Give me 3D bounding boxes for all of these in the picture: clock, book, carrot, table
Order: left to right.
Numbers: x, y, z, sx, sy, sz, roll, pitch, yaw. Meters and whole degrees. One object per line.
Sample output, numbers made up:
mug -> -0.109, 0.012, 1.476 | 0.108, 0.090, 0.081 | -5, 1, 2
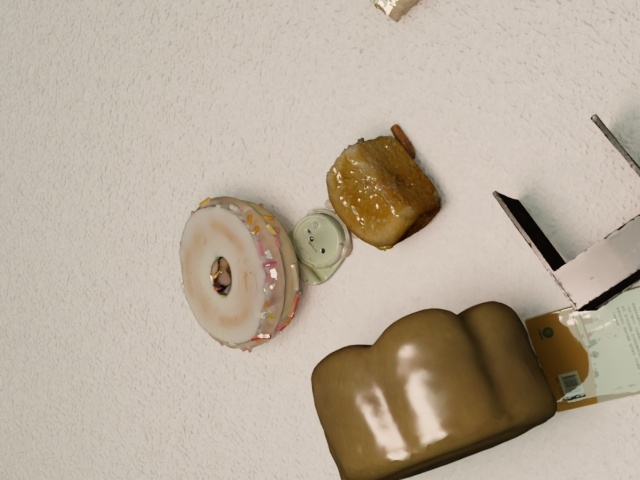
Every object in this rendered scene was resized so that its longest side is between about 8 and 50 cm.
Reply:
clock -> 0.000, 0.000, 1.873 | 0.191, 0.062, 0.151 | -47, 72, 20
carrot -> 0.188, -0.220, 1.784 | 0.032, 0.032, 0.093 | -33, 73, 25
table -> 0.530, -0.045, 1.520 | 0.251, 0.196, 0.282 | -41, 69, 22
book -> 0.590, 0.218, 1.604 | 0.296, 0.020, 0.207 | -21, 83, 26

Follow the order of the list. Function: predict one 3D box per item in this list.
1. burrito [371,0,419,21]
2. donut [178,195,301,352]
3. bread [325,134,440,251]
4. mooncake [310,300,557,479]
burrito -> 0.227, -0.615, 1.705 | 0.299, 0.105, 0.143 | -38, 85, 22
donut -> -0.191, 0.076, 1.894 | 0.383, 0.142, 0.382 | 12, 108, 44
bread -> 0.124, -0.105, 1.728 | 0.246, 0.196, 0.176 | 53, 130, 14
mooncake -> 0.218, 0.314, 1.571 | 0.467, 0.467, 0.262 | -31, 65, 25
